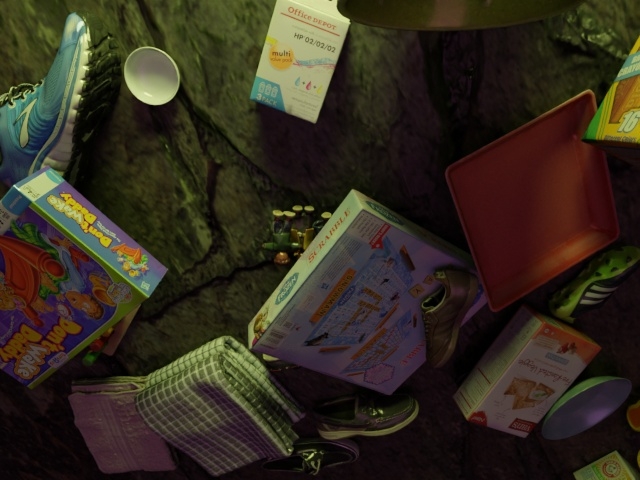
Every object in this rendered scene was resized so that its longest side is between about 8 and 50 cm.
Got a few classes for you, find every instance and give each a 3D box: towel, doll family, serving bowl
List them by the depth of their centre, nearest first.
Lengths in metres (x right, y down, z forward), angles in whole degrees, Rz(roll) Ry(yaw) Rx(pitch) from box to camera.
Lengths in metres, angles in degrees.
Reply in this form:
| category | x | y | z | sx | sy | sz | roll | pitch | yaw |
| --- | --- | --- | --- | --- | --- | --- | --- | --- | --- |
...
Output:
| category | x | y | z | sx | sy | sz | roll | pitch | yaw |
| --- | --- | --- | --- | --- | --- | --- | --- | --- | --- |
| serving bowl | -0.253 | -0.252 | 0.696 | 0.084 | 0.027 | 0.083 | 2 | 117 | 3 |
| doll family | 0.000 | 0.000 | 0.778 | 0.193 | 0.076 | 0.111 | 2 | 111 | -1 |
| towel | -0.202 | 0.356 | 0.938 | 0.235 | 0.121 | 0.283 | -31 | 110 | 18 |
| towel | -0.440 | 0.423 | 1.026 | 0.187 | 0.049 | 0.282 | -5 | 116 | 7 |

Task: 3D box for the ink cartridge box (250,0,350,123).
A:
| category | x | y | z | sx | sy | sz | roll | pitch | yaw |
| --- | --- | --- | --- | --- | --- | --- | --- | --- | --- |
| ink cartridge box | -0.024 | -0.275 | 0.650 | 0.105 | 0.061 | 0.181 | 19 | 115 | -6 |

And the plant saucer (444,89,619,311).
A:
| category | x | y | z | sx | sy | sz | roll | pitch | yaw |
| --- | --- | --- | --- | --- | --- | --- | --- | --- | --- |
| plant saucer | 0.324 | -0.057 | 0.704 | 0.259 | 0.048 | 0.259 | -29 | 113 | -7 |

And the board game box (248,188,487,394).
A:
| category | x | y | z | sx | sy | sz | roll | pitch | yaw |
| --- | --- | --- | --- | --- | --- | --- | --- | --- | --- |
| board game box | 0.092 | 0.112 | 0.787 | 0.318 | 0.065 | 0.318 | 27 | 116 | -26 |

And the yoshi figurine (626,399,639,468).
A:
| category | x | y | z | sx | sy | sz | roll | pitch | yaw |
| --- | --- | --- | --- | --- | --- | --- | --- | --- | --- |
| yoshi figurine | 0.807 | 0.381 | 0.849 | 0.363 | 0.203 | 0.203 | 4 | 110 | -1 |

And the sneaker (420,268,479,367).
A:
| category | x | y | z | sx | sy | sz | roll | pitch | yaw |
| --- | --- | --- | --- | --- | --- | --- | --- | --- | --- |
| sneaker | 0.193 | 0.125 | 0.748 | 0.071 | 0.066 | 0.188 | 13 | 116 | -1 |

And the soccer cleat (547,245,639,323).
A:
| category | x | y | z | sx | sy | sz | roll | pitch | yaw |
| --- | --- | --- | --- | --- | --- | --- | --- | --- | --- |
| soccer cleat | 0.485 | 0.078 | 0.797 | 0.072 | 0.060 | 0.179 | 30 | 121 | -21 |

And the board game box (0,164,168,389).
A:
| category | x | y | z | sx | sy | sz | roll | pitch | yaw |
| --- | --- | --- | --- | --- | --- | --- | --- | --- | --- |
| board game box | -0.454 | 0.077 | 0.737 | 0.347 | 0.078 | 0.233 | -35 | 111 | 23 |

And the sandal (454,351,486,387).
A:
| category | x | y | z | sx | sy | sz | roll | pitch | yaw |
| --- | --- | --- | --- | --- | --- | --- | --- | --- | --- |
| sandal | 0.346 | 0.242 | 0.897 | 0.179 | 0.040 | 0.067 | -28 | 117 | 1 |

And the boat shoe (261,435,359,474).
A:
| category | x | y | z | sx | sy | sz | roll | pitch | yaw |
| --- | --- | --- | --- | --- | --- | --- | --- | --- | --- |
| boat shoe | -0.022 | 0.487 | 1.017 | 0.220 | 0.070 | 0.077 | -3 | 116 | 5 |

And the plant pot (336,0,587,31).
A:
| category | x | y | z | sx | sy | sz | roll | pitch | yaw |
| --- | --- | --- | --- | --- | --- | --- | --- | --- | --- |
| plant pot | 0.156 | -0.389 | 0.494 | 0.276 | 0.276 | 0.253 | 1 | 104 | 3 |

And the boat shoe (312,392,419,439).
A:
| category | x | y | z | sx | sy | sz | roll | pitch | yaw |
| --- | --- | --- | --- | --- | --- | --- | --- | --- | --- |
| boat shoe | 0.087 | 0.353 | 0.940 | 0.224 | 0.080 | 0.073 | -18 | 118 | 17 |

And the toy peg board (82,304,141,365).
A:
| category | x | y | z | sx | sy | sz | roll | pitch | yaw |
| --- | --- | --- | --- | --- | --- | --- | --- | --- | --- |
| toy peg board | -0.460 | 0.153 | 0.878 | 0.161 | 0.079 | 0.160 | 31 | 114 | -12 |

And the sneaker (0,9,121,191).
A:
| category | x | y | z | sx | sy | sz | roll | pitch | yaw |
| --- | --- | --- | --- | --- | --- | --- | --- | --- | --- |
| sneaker | -0.415 | -0.193 | 0.680 | 0.147 | 0.129 | 0.330 | 31 | 114 | -14 |

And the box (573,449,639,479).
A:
| category | x | y | z | sx | sy | sz | roll | pitch | yaw |
| --- | --- | --- | --- | --- | --- | --- | --- | --- | --- |
| box | 0.640 | 0.565 | 0.938 | 0.103 | 0.203 | 0.114 | 42 | 110 | -16 |

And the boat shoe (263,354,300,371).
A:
| category | x | y | z | sx | sy | sz | roll | pitch | yaw |
| --- | --- | --- | --- | --- | --- | --- | --- | --- | --- |
| boat shoe | -0.047 | 0.231 | 0.908 | 0.133 | 0.049 | 0.042 | -11 | 120 | 11 |

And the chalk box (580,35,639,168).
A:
| category | x | y | z | sx | sy | sz | roll | pitch | yaw |
| --- | --- | --- | --- | --- | --- | --- | --- | --- | --- |
| chalk box | 0.518 | -0.219 | 0.565 | 0.179 | 0.180 | 0.288 | 22 | 102 | -7 |

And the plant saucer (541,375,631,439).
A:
| category | x | y | z | sx | sy | sz | roll | pitch | yaw |
| --- | --- | --- | --- | --- | --- | --- | --- | --- | --- |
| plant saucer | 0.512 | 0.321 | 0.898 | 0.195 | 0.037 | 0.194 | -10 | 128 | -13 |

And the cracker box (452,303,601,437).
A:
| category | x | y | z | sx | sy | sz | roll | pitch | yaw |
| --- | --- | --- | --- | --- | --- | --- | --- | --- | --- |
| cracker box | 0.377 | 0.247 | 0.844 | 0.156 | 0.067 | 0.232 | 23 | 109 | -22 |
